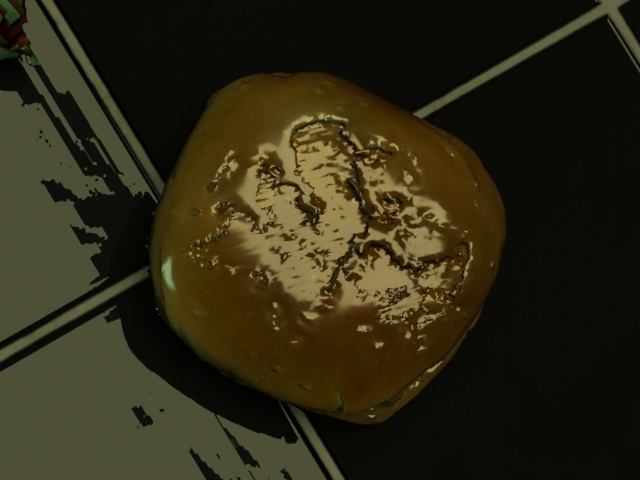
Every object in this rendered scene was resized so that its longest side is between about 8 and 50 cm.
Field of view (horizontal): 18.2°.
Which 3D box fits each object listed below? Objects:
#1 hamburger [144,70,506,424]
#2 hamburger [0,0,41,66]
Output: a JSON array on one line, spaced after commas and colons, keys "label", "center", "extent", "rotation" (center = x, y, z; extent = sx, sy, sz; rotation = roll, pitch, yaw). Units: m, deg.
[{"label": "hamburger", "center": [0.004, 0.006, 1.769], "extent": [0.304, 0.174, 0.284], "rotation": [27, 83, -2]}, {"label": "hamburger", "center": [-0.387, -0.230, 1.721], "extent": [0.276, 0.150, 0.260], "rotation": [-34, 104, -47]}]
